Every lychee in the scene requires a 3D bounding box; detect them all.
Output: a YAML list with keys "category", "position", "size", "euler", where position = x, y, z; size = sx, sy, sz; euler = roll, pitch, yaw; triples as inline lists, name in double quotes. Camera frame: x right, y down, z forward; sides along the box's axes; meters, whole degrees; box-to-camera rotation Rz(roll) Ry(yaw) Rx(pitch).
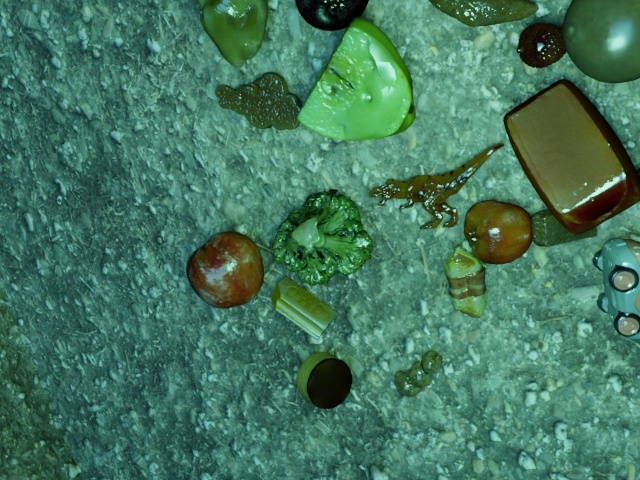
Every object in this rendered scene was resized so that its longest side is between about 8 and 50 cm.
- category: "lychee"
  position: [0.591, -0.517, 1.551]
  size: [0.129, 0.123, 0.123]
  euler: [12, 111, 4]

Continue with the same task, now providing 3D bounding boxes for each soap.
- category: "soap"
  position: [-0.067, 0.234, 2.043]
  size: [0.232, 0.140, 0.073]
  euler: [35, 113, 8]

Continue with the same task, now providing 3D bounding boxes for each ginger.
- category: "ginger"
  position: [0.337, 0.455, 1.988]
  size: [0.104, 0.080, 0.204]
  euler: [47, 119, 8]

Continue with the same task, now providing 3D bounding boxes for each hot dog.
- category: "hot dog"
  position: [0.456, 0.122, 1.828]
  size: [0.123, 0.093, 0.261]
  euler: [-4, 121, 14]

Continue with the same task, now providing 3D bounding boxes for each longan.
- category: "longan"
  position: [0.726, -0.512, 1.424]
  size: [0.258, 0.258, 0.257]
  euler: [7, 109, 20]

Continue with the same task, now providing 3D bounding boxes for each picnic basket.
- category: "picnic basket"
  position: [0.692, -0.042, 1.643]
  size: [0.194, 0.055, 0.110]
  euler: [-11, 104, -12]

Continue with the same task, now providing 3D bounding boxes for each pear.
- category: "pear"
  position: [0.142, -0.437, 1.695]
  size: [0.318, 0.238, 0.342]
  euler: [32, 129, -7]

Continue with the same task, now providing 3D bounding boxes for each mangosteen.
- category: "mangosteen"
  position: [0.025, -0.715, 1.675]
  size: [0.216, 0.216, 0.216]
  euler: [7, 109, 20]

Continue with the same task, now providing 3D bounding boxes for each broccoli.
- category: "broccoli"
  position: [0.000, 0.000, 1.866]
  size: [0.321, 0.283, 0.304]
  euler: [-45, 76, 9]

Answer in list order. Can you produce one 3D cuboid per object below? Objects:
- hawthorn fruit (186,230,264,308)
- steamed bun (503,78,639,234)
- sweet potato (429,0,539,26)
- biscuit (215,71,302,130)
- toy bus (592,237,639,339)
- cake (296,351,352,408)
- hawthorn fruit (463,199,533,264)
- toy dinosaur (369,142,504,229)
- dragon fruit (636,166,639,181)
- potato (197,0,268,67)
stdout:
- category: "hawthorn fruit"
  position: [-0.332, 0.101, 2.051]
  size: [0.285, 0.284, 0.284]
  euler: [7, 109, 20]
- category: "steamed bun"
  position: [0.663, -0.218, 1.539]
  size: [0.235, 0.248, 0.379]
  euler: [-35, 73, 29]
- category: "sweet potato"
  position: [0.413, -0.646, 1.593]
  size: [0.342, 0.092, 0.114]
  euler: [24, 98, 12]
- category: "biscuit"
  position: [-0.202, -0.461, 1.924]
  size: [0.320, 0.047, 0.183]
  euler: [7, 107, 20]
- category: "toy bus"
  position: [0.896, 0.128, 1.604]
  size: [0.232, 0.194, 0.287]
  euler: [-7, 104, 15]
- category: "cake"
  position: [-0.003, 0.489, 2.093]
  size: [0.178, 0.185, 0.207]
  euler: [18, 141, 55]
- category: "hawthorn fruit"
  position: [0.542, -0.029, 1.712]
  size: [0.226, 0.196, 0.196]
  euler: [-11, 104, -4]
- category: "toy dinosaur"
  position: [0.367, -0.136, 1.780]
  size: [0.433, 0.097, 0.208]
  euler: [-14, 92, 21]
- category: "dragon fruit"
  position: [0.911, -0.187, 1.510]
  size: [0.172, 0.166, 0.160]
  euler: [-54, 39, -3]
- category: "potato"
  position: [-0.267, -0.711, 1.791]
  size: [0.218, 0.202, 0.350]
  euler: [-1, 120, 10]
